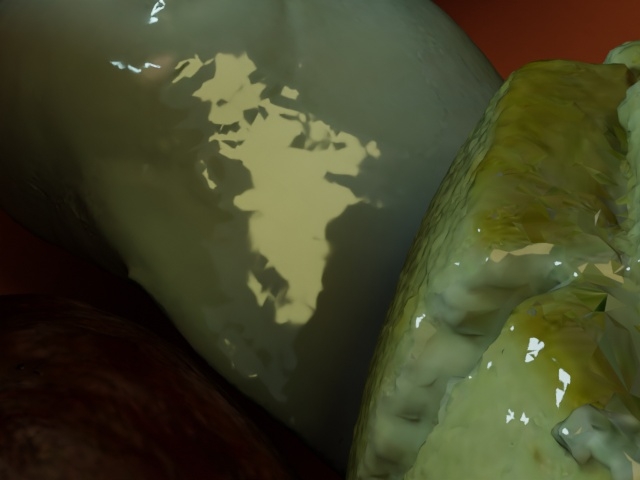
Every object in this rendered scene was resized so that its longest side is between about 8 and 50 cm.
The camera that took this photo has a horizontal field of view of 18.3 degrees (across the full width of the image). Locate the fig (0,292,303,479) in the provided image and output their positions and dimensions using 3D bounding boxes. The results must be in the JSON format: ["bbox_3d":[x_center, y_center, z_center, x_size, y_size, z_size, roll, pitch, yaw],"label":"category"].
[{"bbox_3d":[-0.033,0.142,0.479,0.145,0.170,0.274,-39,113,-12],"label":"fig"}]

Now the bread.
[{"bbox_3d":[0.104,0.062,0.410,0.186,0.124,0.257,-16,54,-31],"label":"bread"}]

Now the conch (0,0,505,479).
[{"bbox_3d":[0.002,-0.004,0.557,0.221,0.121,0.185,37,33,-16],"label":"conch"}]
